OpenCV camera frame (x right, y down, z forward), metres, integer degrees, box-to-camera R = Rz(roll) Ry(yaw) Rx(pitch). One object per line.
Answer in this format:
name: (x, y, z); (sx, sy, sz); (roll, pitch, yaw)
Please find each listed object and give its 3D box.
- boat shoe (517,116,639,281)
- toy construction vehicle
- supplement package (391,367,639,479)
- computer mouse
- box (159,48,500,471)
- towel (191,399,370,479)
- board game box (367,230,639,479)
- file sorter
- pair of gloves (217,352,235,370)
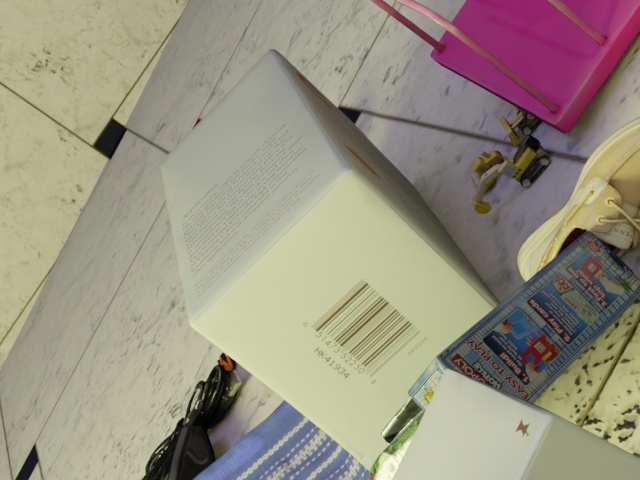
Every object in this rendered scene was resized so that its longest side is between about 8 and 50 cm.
boat shoe: (0.206, -0.014, 0.778); (0.170, 0.063, 0.059); (-58, 23, 35)
toy construction vehicle: (0.164, -0.079, 0.969); (0.098, 0.035, 0.086); (-51, 24, 25)
supplement package: (0.135, 0.156, 0.567); (0.105, 0.179, 0.105); (-63, 22, -3)
computer mouse: (-0.149, 0.276, 1.207); (0.188, 0.072, 0.272); (-54, 11, 24)
box: (0.000, 0.000, 0.959); (0.168, 0.215, 0.345); (-44, 25, 9)
towel: (-0.031, 0.247, 0.912); (0.243, 0.040, 0.336); (-40, 23, 0)
board game box: (0.104, 0.097, 0.716); (0.194, 0.060, 0.194); (-51, -15, 30)
file sorter: (0.179, -0.282, 0.912); (0.290, 0.182, 0.202); (-56, 37, 7)
pair of gloves: (-0.103, 0.136, 1.332); (0.083, 0.010, 0.074); (-56, 21, 7)
